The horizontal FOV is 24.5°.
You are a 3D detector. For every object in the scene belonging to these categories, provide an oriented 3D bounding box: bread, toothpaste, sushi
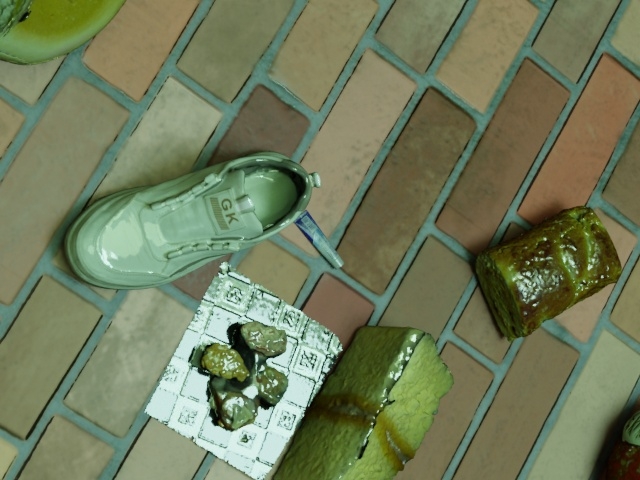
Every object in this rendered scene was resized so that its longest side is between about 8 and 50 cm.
[{"bbox_3d":[-0.318,-0.291,1.662,0.158,0.156,0.261,37,47,26],"label":"bread"},{"bbox_3d":[0.000,0.000,1.860,0.024,0.015,0.083,-42,99,-19],"label":"toothpaste"},{"bbox_3d":[0.052,0.231,1.826,0.142,0.178,0.266,26,72,11],"label":"bread"},{"bbox_3d":[-0.085,0.162,1.791,0.193,0.040,0.210,34,75,-15],"label":"sushi"},{"bbox_3d":[0.302,0.040,1.945,0.172,0.103,0.132,-26,95,-21],"label":"bread"}]

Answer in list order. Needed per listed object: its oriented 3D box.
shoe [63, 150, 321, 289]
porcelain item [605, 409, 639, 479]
[{"bbox_3d":[-0.133,-0.029,1.723,0.316,0.159,0.124,-24,99,-26],"label":"shoe"},{"bbox_3d":[0.512,0.324,1.959,0.253,0.253,0.252,1,87,-24],"label":"porcelain item"}]
